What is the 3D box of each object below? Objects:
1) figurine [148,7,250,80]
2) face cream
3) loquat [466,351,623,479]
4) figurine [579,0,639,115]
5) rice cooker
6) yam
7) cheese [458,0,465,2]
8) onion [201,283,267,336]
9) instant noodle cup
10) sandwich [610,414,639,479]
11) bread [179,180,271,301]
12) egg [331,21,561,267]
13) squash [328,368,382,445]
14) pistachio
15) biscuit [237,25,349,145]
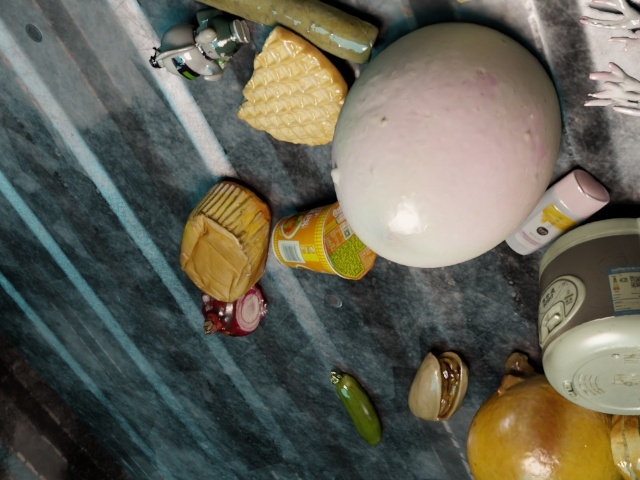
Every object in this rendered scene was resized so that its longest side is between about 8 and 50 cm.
[{"bbox_3d":[-0.224,-0.350,1.414,0.193,0.147,0.126,-11,107,19],"label":"figurine"},{"bbox_3d":[0.406,-0.044,1.357,0.084,0.057,0.198,36,142,-5],"label":"face cream"},{"bbox_3d":[0.460,0.407,1.620,0.328,0.329,0.359,-46,54,51],"label":"loquat"},{"bbox_3d":[0.507,-0.195,1.028,0.284,0.206,0.315,-8,122,26],"label":"figurine"},{"bbox_3d":[0.504,0.119,1.291,0.289,0.277,0.288,7,142,5],"label":"rice cooker"},{"bbox_3d":[-0.076,-0.390,1.305,0.372,0.083,0.083,24,141,9],"label":"yam"},{"bbox_3d":[0.221,-0.464,0.987,0.260,0.128,0.315,-2,128,38],"label":"cheese"},{"bbox_3d":[-0.242,0.166,1.914,0.135,0.198,0.173,4,116,39],"label":"onion"},{"bbox_3d":[0.000,0.000,1.616,0.185,0.168,0.168,-2,130,47],"label":"instant noodle cup"},{"bbox_3d":[0.667,0.407,1.506,0.100,0.254,0.288,-23,119,34],"label":"sandwich"},{"bbox_3d":[-0.200,0.000,1.746,0.204,0.156,0.288,33,145,13],"label":"bread"},{"bbox_3d":[0.174,-0.115,1.208,0.355,0.339,0.354,16,136,16],"label":"egg"},{"bbox_3d":[0.111,0.458,2.080,0.071,0.080,0.318,-25,123,4],"label":"squash"},{"bbox_3d":[0.274,0.339,1.813,0.130,0.131,0.206,-6,131,-19],"label":"pistachio"},{"bbox_3d":[-0.043,-0.250,1.408,0.205,0.040,0.309,29,156,-6],"label":"biscuit"}]
